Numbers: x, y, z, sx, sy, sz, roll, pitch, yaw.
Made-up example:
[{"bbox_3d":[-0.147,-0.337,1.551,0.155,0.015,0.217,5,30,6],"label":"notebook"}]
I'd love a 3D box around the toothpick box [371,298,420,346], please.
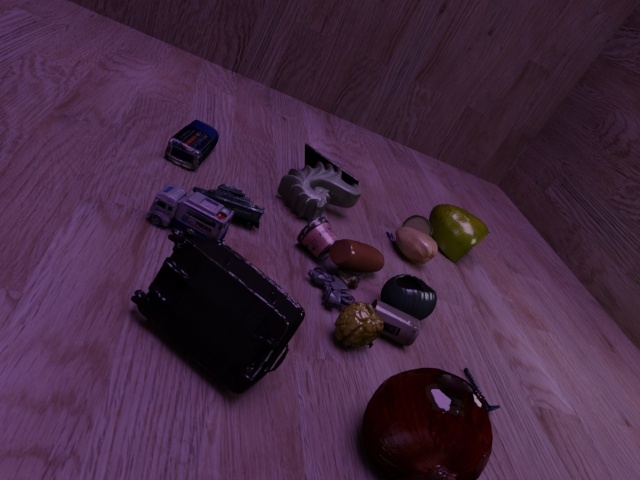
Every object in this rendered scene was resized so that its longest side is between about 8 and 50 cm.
[{"bbox_3d":[0.263,0.302,1.686,0.180,0.111,0.111,27,30,-3],"label":"toothpick box"}]

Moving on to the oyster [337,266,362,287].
[{"bbox_3d":[0.112,0.147,1.837,0.105,0.056,0.177,31,11,-5],"label":"oyster"}]

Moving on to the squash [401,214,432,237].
[{"bbox_3d":[0.510,-0.045,2.394,0.170,0.170,0.122,42,16,20],"label":"squash"}]

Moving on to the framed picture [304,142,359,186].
[{"bbox_3d":[0.052,-0.352,2.409,0.338,0.255,0.014,36,74,10],"label":"framed picture"}]

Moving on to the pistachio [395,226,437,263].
[{"bbox_3d":[0.460,0.018,2.244,0.157,0.158,0.229,-6,36,-46],"label":"pistachio"}]

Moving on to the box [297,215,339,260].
[{"bbox_3d":[0.000,0.000,1.887,0.135,0.151,0.151,51,35,16],"label":"box"}]

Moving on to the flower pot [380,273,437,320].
[{"bbox_3d":[0.347,0.229,1.812,0.242,0.157,0.189,14,26,-34],"label":"flower pot"}]

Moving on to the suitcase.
[{"bbox_3d":[-0.268,0.188,1.235,0.433,0.283,0.194,37,12,13],"label":"suitcase"}]

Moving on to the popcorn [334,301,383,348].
[{"bbox_3d":[0.130,0.291,1.550,0.142,0.174,0.173,30,25,35],"label":"popcorn"}]

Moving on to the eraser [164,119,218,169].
[{"bbox_3d":[-0.572,-0.439,2.086,0.154,0.102,0.332,26,31,-8],"label":"eraser"}]

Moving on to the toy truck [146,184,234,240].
[{"bbox_3d":[-0.455,-0.094,1.611,0.267,0.156,0.124,28,30,-3],"label":"toy truck"}]

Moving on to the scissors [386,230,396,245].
[{"bbox_3d":[0.365,-0.009,2.341,0.039,0.012,0.113,17,32,-21],"label":"scissors"}]

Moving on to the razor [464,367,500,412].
[{"bbox_3d":[0.574,0.545,1.675,0.066,0.033,0.190,-21,39,-1],"label":"razor"}]

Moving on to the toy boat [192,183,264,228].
[{"bbox_3d":[-0.363,-0.155,1.821,0.295,0.122,0.114,21,6,-11],"label":"toy boat"}]

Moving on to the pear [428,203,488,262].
[{"bbox_3d":[0.753,-0.078,2.570,0.318,0.239,0.342,46,33,11],"label":"pear"}]

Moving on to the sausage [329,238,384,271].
[{"bbox_3d":[0.157,0.068,1.883,0.304,0.121,0.121,16,28,-54],"label":"sausage"}]

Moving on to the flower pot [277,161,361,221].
[{"bbox_3d":[-0.003,-0.239,2.179,0.367,0.165,0.254,-24,62,-38],"label":"flower pot"}]

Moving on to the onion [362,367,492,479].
[{"bbox_3d":[0.298,0.497,1.240,0.340,0.342,0.341,22,31,-14],"label":"onion"}]

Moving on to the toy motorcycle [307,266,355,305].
[{"bbox_3d":[0.029,0.178,1.707,0.122,0.080,0.215,-5,40,-49],"label":"toy motorcycle"}]
